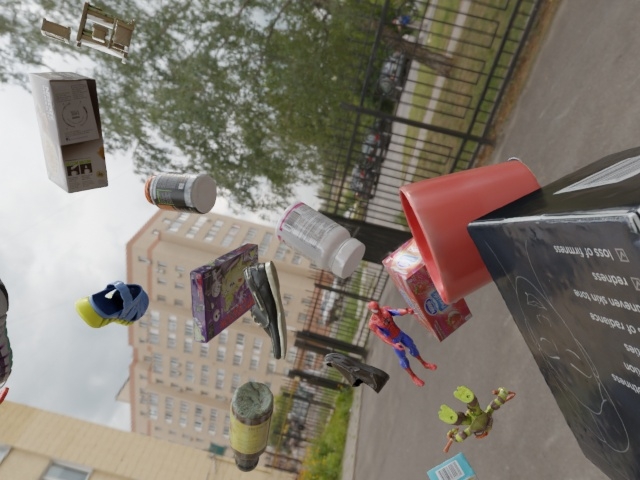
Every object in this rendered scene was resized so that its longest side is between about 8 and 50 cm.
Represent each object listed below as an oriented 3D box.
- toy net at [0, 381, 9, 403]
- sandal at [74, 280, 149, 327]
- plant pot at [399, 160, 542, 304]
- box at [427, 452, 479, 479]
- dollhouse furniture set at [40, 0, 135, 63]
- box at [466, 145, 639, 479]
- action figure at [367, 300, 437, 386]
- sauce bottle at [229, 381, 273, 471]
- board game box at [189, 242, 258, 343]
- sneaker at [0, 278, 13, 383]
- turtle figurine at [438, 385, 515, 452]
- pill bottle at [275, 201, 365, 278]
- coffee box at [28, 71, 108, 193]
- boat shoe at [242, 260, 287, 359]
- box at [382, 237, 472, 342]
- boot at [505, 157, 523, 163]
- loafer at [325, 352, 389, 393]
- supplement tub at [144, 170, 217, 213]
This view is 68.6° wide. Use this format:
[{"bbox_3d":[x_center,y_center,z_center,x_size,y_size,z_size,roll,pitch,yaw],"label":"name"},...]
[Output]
[{"bbox_3d":[-0.700,0.325,0.989,0.122,0.045,0.232,-50,30,7],"label":"toy net"},{"bbox_3d":[-0.595,0.185,1.434,0.138,0.126,0.317,-36,-2,1],"label":"sandal"},{"bbox_3d":[0.324,-0.032,0.980,0.275,0.243,0.275,-22,-90,-84],"label":"plant pot"},{"bbox_3d":[0.349,0.620,1.166,0.244,0.100,0.060,60,180,-40],"label":"box"},{"bbox_3d":[-0.514,-0.495,1.048,0.161,0.181,0.101,13,90,63],"label":"dollhouse furniture set"},{"bbox_3d":[0.480,0.120,0.598,0.480,0.297,0.472,-43,-73,-88],"label":"box"},{"bbox_3d":[0.226,0.264,1.221,0.091,0.280,0.139,-46,17,-22],"label":"action figure"},{"bbox_3d":[-0.192,0.520,1.269,0.111,0.111,0.344,-74,-4,-52],"label":"sauce bottle"},{"bbox_3d":[-0.279,0.147,1.433,0.347,0.056,0.208,-37,-47,-68],"label":"board game box"},{"bbox_3d":[-0.511,0.137,0.674,0.098,0.083,0.224,-21,-40,-47],"label":"sneaker"},{"bbox_3d":[0.414,0.496,1.291,0.269,0.217,0.087,-43,38,12],"label":"turtle figurine"},{"bbox_3d":[0.000,0.000,1.599,0.160,0.283,0.160,-45,-25,-27],"label":"pill bottle"},{"bbox_3d":[-0.575,-0.250,1.078,0.098,0.141,0.247,-21,-55,-42],"label":"coffee box"},{"bbox_3d":[-0.125,0.168,1.107,0.084,0.079,0.233,4,-107,-88],"label":"boat shoe"},{"bbox_3d":[0.292,0.134,1.278,0.257,0.122,0.128,57,174,-30],"label":"box"},{"bbox_3d":[0.611,-0.161,1.473,0.086,0.069,0.190,-27,-81,-43],"label":"boot"},{"bbox_3d":[0.102,0.412,1.458,0.080,0.220,0.078,49,-120,-51],"label":"loafer"},{"bbox_3d":[-0.406,-0.140,1.359,0.117,0.190,0.117,7,-90,-66],"label":"supplement tub"}]
